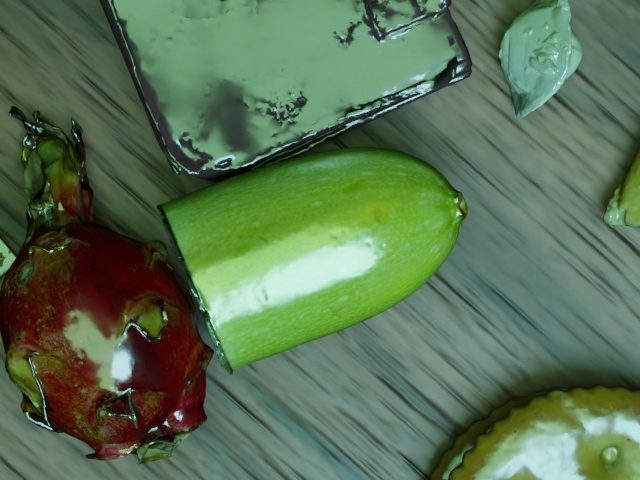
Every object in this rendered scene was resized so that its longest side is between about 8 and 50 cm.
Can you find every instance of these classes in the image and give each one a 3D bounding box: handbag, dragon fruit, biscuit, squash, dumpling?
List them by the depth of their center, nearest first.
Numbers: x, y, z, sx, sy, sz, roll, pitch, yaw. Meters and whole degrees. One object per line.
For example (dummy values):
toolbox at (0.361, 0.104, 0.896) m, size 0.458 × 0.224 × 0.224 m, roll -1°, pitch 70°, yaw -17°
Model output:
squash at (0.000, 0.000, 0.903) m, size 0.187 × 0.123 × 0.123 m, roll -21°, pitch 91°, yaw 2°
handbag at (-0.028, -0.160, 0.924) m, size 0.216 × 0.074 × 0.203 m, roll -25°, pitch 91°, yaw 1°
dragon fruit at (-0.152, 0.025, 0.924) m, size 0.125 × 0.125 × 0.246 m, roll -21°, pitch 74°, yaw 16°
dumpling at (0.140, -0.122, 0.926) m, size 0.076 × 0.057 × 0.052 m, roll -45°, pitch 90°, yaw 2°
biscuit at (0.173, 0.199, 0.932) m, size 0.220 × 0.066 × 0.220 m, roll 0°, pitch 92°, yaw -2°

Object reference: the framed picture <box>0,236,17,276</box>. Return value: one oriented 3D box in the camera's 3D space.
framed picture at (-0.317, -0.020, 0.969) m, size 0.136 × 0.010 × 0.201 m, roll -40°, pitch 91°, yaw 2°

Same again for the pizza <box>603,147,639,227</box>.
pizza at (0.328, -0.045, 0.922) m, size 0.292 × 0.058 × 0.197 m, roll -23°, pitch 92°, yaw 2°
